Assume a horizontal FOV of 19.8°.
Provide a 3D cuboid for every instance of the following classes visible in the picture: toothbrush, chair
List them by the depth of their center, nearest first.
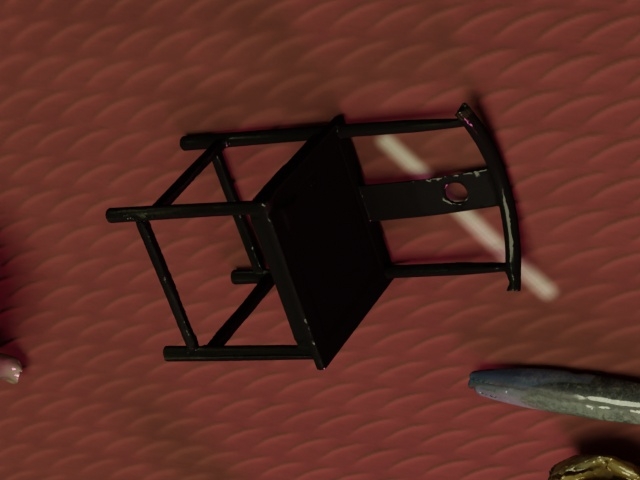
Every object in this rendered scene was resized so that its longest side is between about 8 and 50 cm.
[{"bbox_3d":[0.303,0.131,1.356,0.413,0.042,0.035,7,124,25],"label":"toothbrush"},{"bbox_3d":[0.000,0.000,1.359,0.260,0.141,0.154,-3,120,32],"label":"chair"}]

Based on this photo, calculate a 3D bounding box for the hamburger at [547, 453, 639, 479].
[{"bbox_3d":[0.260,0.228,1.416,0.102,0.087,0.176,-29,99,26],"label":"hamburger"}]

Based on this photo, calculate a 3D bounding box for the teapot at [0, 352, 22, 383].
[{"bbox_3d":[-0.424,0.054,1.595,0.318,0.149,0.220,7,132,21],"label":"teapot"}]
